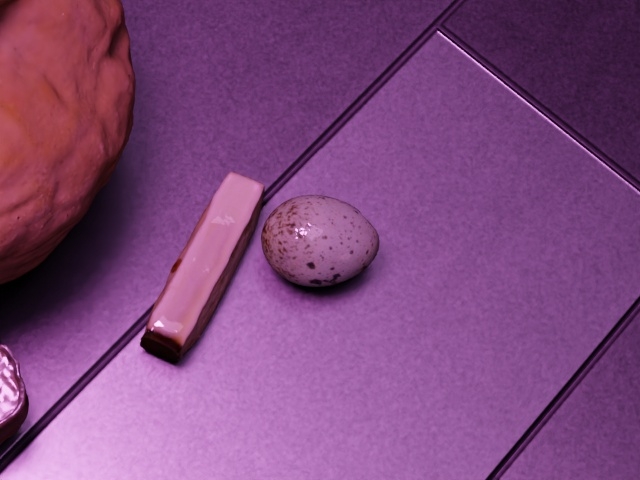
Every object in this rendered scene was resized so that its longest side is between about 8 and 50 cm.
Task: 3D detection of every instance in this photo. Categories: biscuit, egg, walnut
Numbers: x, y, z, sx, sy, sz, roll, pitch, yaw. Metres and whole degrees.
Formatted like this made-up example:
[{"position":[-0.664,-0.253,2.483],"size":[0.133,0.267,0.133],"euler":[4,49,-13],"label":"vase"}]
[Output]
[{"position":[-0.106,0.022,1.613],"size":[0.052,0.056,0.188],"euler":[24,65,3],"label":"biscuit"},{"position":[0.000,0.000,1.622],"size":[0.110,0.085,0.085],"euler":[-3,67,-13],"label":"egg"},{"position":[-0.330,-0.129,1.487],"size":[0.383,0.383,0.383],"euler":[3,67,-7],"label":"walnut"}]

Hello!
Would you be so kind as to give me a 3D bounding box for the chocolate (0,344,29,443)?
[{"position":[-0.359,0.148,1.503],"size":[0.214,0.093,0.148],"euler":[-33,77,-19],"label":"chocolate"}]
